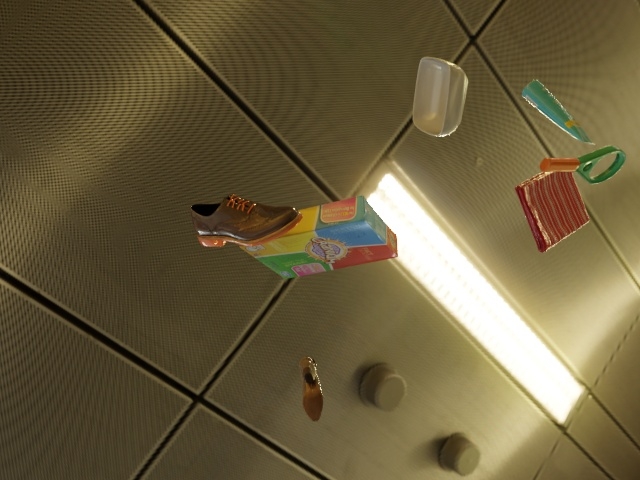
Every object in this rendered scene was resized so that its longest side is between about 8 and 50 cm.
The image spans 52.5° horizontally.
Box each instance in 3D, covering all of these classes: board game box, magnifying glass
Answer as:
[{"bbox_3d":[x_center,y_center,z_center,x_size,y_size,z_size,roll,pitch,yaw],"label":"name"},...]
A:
[{"bbox_3d":[0.000,0.000,1.567,0.242,0.317,0.064,41,-138,-56],"label":"board game box"},{"bbox_3d":[0.538,-0.154,1.328,0.231,0.026,0.092,-2,-44,-30],"label":"magnifying glass"}]

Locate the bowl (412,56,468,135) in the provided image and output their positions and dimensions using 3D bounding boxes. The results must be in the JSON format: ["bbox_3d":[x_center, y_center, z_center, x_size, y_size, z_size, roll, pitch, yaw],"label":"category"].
[{"bbox_3d":[0.231,-0.275,1.240,0.053,0.142,0.141,-2,-68,-18],"label":"bowl"}]

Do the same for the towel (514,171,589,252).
[{"bbox_3d":[0.655,-0.099,1.814,0.275,0.031,0.198,-25,-85,-37],"label":"towel"}]

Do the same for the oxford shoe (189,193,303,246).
[{"bbox_3d":[-0.168,-0.049,1.398,0.098,0.272,0.097,68,-150,-28],"label":"oxford shoe"}]

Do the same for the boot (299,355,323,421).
[{"bbox_3d":[-0.019,0.293,1.311,0.042,0.087,0.118,-7,-82,-1],"label":"boot"}]

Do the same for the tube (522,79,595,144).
[{"bbox_3d":[0.570,-0.299,1.552,0.080,0.207,0.052,-9,-36,-46],"label":"tube"}]
